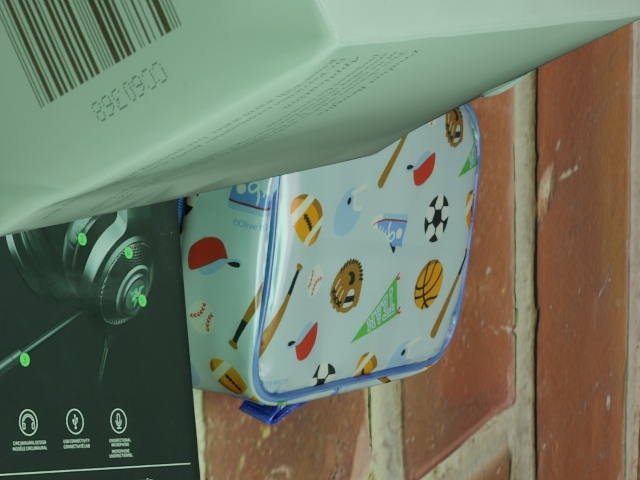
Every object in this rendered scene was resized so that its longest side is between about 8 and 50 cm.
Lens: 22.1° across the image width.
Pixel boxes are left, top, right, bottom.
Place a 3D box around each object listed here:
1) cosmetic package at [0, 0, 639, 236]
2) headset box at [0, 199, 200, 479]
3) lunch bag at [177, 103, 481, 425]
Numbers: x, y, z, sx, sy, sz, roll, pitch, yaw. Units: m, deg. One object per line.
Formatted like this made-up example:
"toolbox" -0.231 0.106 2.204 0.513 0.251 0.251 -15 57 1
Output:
"cosmetic package" -0.007 -0.131 0.841 0.385 0.217 0.156 -19 84 -61
"headset box" -0.187 0.047 0.817 0.246 0.131 0.283 7 75 -57
"lunch bag" 0.000 0.000 1.165 0.303 0.115 0.243 -3 104 -56
